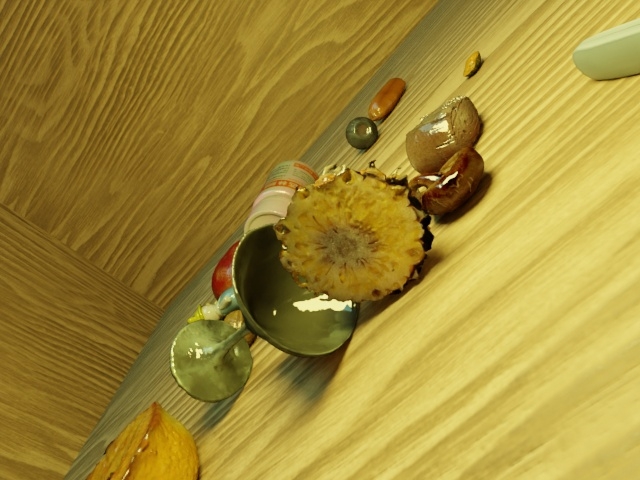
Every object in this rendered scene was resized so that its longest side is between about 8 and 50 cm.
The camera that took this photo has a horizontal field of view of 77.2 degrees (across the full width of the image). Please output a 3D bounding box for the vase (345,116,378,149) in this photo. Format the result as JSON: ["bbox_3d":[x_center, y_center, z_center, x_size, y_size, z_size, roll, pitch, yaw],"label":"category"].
[{"bbox_3d":[0.152,-0.399,1.533,0.120,0.120,0.183,-51,1,0],"label":"vase"}]

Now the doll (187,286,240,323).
[{"bbox_3d":[-0.334,0.227,1.366,0.241,0.098,0.135,-27,16,-13],"label":"doll"}]

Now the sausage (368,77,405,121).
[{"bbox_3d":[0.265,-0.569,1.620,0.238,0.098,0.098,-57,17,-25],"label":"sausage"}]

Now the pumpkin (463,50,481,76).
[{"bbox_3d":[0.426,-0.486,1.119,0.083,0.028,0.050,-65,18,-15],"label":"pumpkin"}]

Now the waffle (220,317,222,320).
[{"bbox_3d":[-0.426,0.326,1.500,0.243,0.059,0.238,-46,4,32],"label":"waffle"}]

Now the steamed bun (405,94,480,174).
[{"bbox_3d":[0.264,-0.236,0.867,0.145,0.106,0.175,-32,23,49],"label":"steamed bun"}]

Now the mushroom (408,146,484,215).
[{"bbox_3d":[0.223,-0.098,0.727,0.135,0.080,0.170,-44,12,-24],"label":"mushroom"}]

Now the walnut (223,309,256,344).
[{"bbox_3d":[-0.228,0.251,1.134,0.105,0.105,0.124,-42,22,27],"label":"walnut"}]

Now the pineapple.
[{"bbox_3d":[0.060,-0.055,0.749,0.262,0.262,0.271,-45,16,20],"label":"pineapple"}]

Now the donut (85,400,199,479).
[{"bbox_3d":[-0.404,0.548,0.852,0.435,0.163,0.377,-45,16,26],"label":"donut"}]

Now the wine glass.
[{"bbox_3d":[-0.149,0.176,0.830,0.406,0.267,0.267,-41,19,38],"label":"wine glass"}]

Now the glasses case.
[{"bbox_3d":[0.431,-0.264,0.550,0.045,0.067,0.178,-53,16,1],"label":"glasses case"}]

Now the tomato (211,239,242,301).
[{"bbox_3d":[-0.345,0.112,1.673,0.338,0.144,0.338,-45,20,21],"label":"tomato"}]

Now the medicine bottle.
[{"bbox_3d":[-0.129,-0.120,1.456,0.219,0.219,0.388,-40,19,32],"label":"medicine bottle"}]
